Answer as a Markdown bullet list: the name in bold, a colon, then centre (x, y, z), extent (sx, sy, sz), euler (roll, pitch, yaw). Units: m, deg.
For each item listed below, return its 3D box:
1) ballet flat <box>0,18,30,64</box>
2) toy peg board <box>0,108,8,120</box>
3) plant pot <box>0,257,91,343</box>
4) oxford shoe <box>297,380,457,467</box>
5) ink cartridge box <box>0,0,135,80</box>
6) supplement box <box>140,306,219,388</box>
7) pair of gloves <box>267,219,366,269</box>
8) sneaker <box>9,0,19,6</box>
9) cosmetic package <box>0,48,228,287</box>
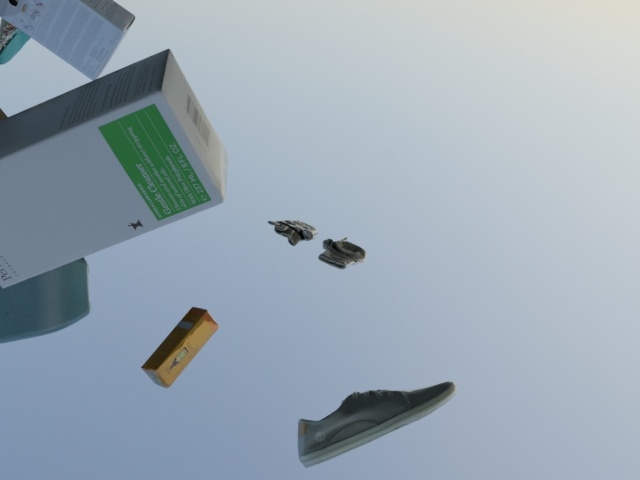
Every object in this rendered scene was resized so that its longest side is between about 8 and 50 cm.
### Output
- **ballet flat**: centre (-0.726, -0.535, 2.070), extent (0.077, 0.241, 0.091), euler (45, -172, 4)
- **toy peg board**: centre (-0.883, -0.295, 2.112), extent (0.161, 0.079, 0.161), euler (-29, -112, -39)
- **plant pot**: centre (-0.765, 0.128, 2.335), extent (0.252, 0.247, 0.248), euler (-4, -173, -19)
- **oxford shoe**: centre (0.139, 0.427, 2.129), extent (0.449, 0.130, 0.169), euler (-19, 165, -16)
- **ink cartridge box**: centre (-0.498, -0.438, 1.656), extent (0.232, 0.189, 0.066), euler (37, -127, -14)
- **supplement box**: centre (-0.389, 0.295, 2.366), extent (0.080, 0.078, 0.233), euler (6, -133, 42)
- **pair of gloves**: centre (0.000, 0.000, 2.137), extent (0.240, 0.042, 0.204), euler (27, -165, 19)
- **sneaker**: centre (-0.725, -0.524, 1.844), extent (0.217, 0.121, 0.079), euler (42, -179, -2)
- **cosmetic package**: centre (-0.337, -0.100, 1.219), extent (0.365, 0.197, 0.155), euler (-22, -146, 10)
